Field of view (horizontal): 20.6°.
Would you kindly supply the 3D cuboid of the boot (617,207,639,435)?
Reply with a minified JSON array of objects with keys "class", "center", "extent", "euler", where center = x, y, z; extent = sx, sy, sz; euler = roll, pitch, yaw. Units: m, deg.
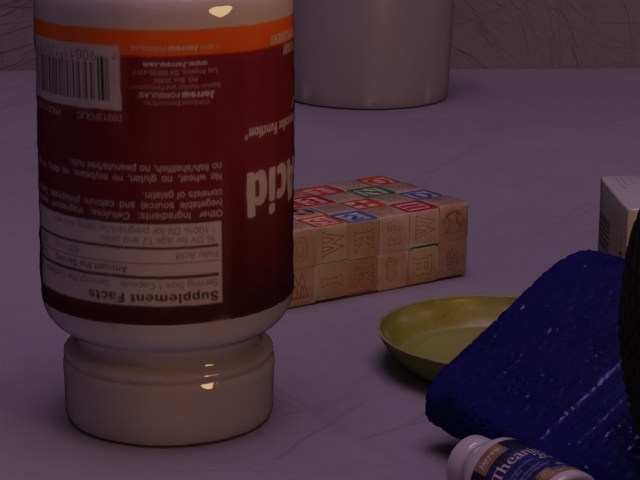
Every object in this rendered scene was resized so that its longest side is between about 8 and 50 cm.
[{"class":"boot","center":[0.343,0.118,1.254],"extent":[0.222,0.338,0.118],"euler":[-2,-23,-7]}]

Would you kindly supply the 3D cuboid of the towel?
[{"class":"towel","center":[0.253,0.127,1.426],"extent":[0.227,0.076,0.308],"euler":[-41,34,-18]}]

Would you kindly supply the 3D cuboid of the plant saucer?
[{"class":"plant saucer","center":[0.175,0.104,1.720],"extent":[0.241,0.037,0.241],"euler":[0,14,0]}]

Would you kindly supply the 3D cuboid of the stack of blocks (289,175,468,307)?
[{"class":"stack of blocks","center":[0.000,0.000,2.006],"extent":[0.297,0.087,0.171],"euler":[-10,18,-33]}]

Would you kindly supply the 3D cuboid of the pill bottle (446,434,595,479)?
[{"class":"pill bottle","center":[0.151,0.189,1.336],"extent":[0.067,0.067,0.120],"euler":[-9,18,-33]}]

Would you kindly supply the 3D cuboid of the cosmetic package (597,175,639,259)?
[{"class":"cosmetic package","center":[0.389,0.020,1.818],"extent":[0.183,0.151,0.151],"euler":[-1,15,-2]}]

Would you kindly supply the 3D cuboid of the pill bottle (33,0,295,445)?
[{"class":"pill bottle","center":[-0.134,-0.035,1.539],"extent":[0.224,0.392,0.224],"euler":[1,15,0]}]

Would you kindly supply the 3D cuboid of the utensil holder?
[{"class":"utensil holder","center":[0.083,-0.447,3.124],"extent":[0.327,0.386,0.327],"euler":[0,14,0]}]
